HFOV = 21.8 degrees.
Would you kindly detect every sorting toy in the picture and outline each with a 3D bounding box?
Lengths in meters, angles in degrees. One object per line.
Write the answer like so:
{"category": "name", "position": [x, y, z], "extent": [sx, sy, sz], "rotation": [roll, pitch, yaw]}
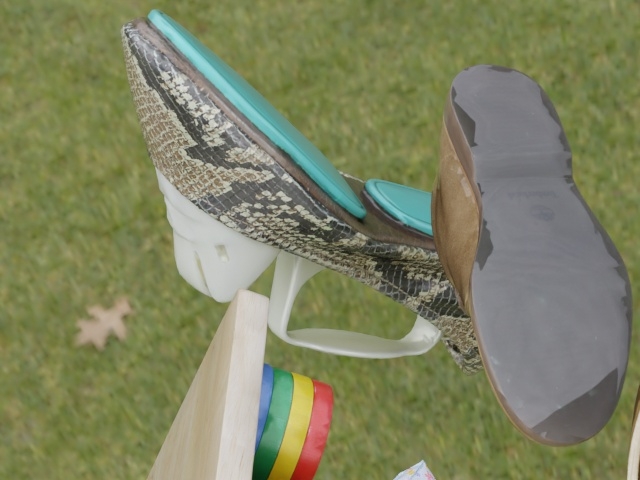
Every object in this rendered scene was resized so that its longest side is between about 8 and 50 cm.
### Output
{"category": "sorting toy", "position": [-0.066, 0.213, 1.142], "extent": [0.089, 0.255, 0.257], "rotation": [18, 38, -11]}

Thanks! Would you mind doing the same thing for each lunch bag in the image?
{"category": "lunch bag", "position": [0.112, 0.316, 1.994], "extent": [0.053, 0.071, 0.083], "rotation": [-35, 3, 30]}

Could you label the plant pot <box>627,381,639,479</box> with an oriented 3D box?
{"category": "plant pot", "position": [0.271, 0.094, 0.913], "extent": [0.237, 0.237, 0.254], "rotation": [-15, 9, 5]}

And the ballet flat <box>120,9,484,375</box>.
{"category": "ballet flat", "position": [0.000, 0.000, 1.342], "extent": [0.182, 0.483, 0.164], "rotation": [-53, 37, 12]}

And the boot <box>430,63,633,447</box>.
{"category": "boot", "position": [0.138, 0.026, 1.163], "extent": [0.112, 0.115, 0.305], "rotation": [4, 51, -15]}
